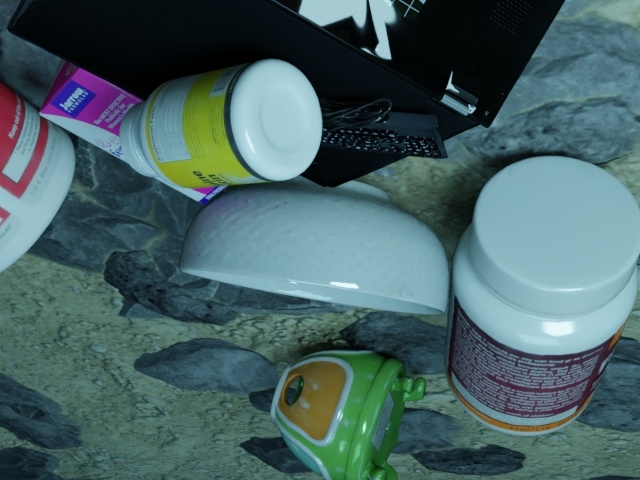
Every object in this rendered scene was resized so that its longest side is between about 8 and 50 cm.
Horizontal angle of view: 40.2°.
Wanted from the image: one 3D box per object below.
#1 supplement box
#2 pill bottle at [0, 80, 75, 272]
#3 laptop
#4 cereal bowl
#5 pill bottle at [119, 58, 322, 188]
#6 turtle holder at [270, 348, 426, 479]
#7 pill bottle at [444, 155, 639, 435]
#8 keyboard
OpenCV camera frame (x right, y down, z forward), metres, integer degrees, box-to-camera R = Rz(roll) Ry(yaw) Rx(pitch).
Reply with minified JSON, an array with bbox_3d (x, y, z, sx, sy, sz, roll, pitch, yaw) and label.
[{"bbox_3d":[-0.182,-0.152,0.986,0.220,0.113,0.111,30,142,-27],"label":"supplement box"},{"bbox_3d":[-0.495,-0.143,0.965,0.229,0.229,0.408,-16,140,33],"label":"pill bottle"},{"bbox_3d":[-0.013,-0.258,0.772,0.382,0.236,0.407,24,103,-25],"label":"laptop"},{"bbox_3d":[0.000,0.000,1.101,0.339,0.141,0.339,10,173,1],"label":"cereal bowl"},{"bbox_3d":[-0.096,-0.099,0.783,0.184,0.103,0.103,-1,149,43],"label":"pill bottle"},{"bbox_3d":[0.052,0.300,1.557,0.228,0.243,0.320,15,-170,17],"label":"turtle holder"},{"bbox_3d":[0.280,0.083,1.136,0.224,0.224,0.392,4,147,8],"label":"pill bottle"},{"bbox_3d":[0.016,-0.096,0.809,0.192,0.038,0.100,7,159,22],"label":"keyboard"}]
